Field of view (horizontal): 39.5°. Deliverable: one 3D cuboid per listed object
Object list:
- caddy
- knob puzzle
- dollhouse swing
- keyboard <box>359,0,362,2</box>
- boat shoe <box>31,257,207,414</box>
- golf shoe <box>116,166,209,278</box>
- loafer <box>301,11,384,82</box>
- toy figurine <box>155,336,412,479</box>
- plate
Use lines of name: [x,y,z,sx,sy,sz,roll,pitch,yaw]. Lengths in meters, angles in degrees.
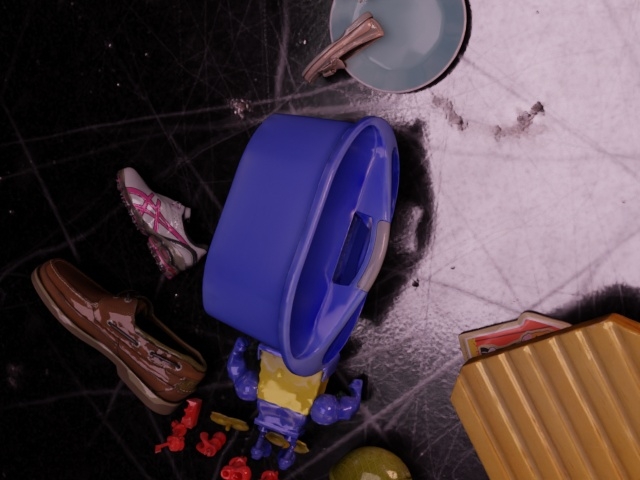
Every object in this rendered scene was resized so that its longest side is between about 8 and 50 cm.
caddy: [0.000,0.000,1.140,0.179,0.241,0.341,17,85,25]
knob puzzle: [0.296,0.189,1.183,0.213,0.030,0.213,3,98,20]
dollhouse swing: [0.288,0.315,1.029,0.347,0.315,0.305,-25,106,40]
keyboard: [0.085,-0.442,1.159,0.317,0.033,0.201,-27,78,22]
boat shoe: [-0.300,0.122,1.362,0.307,0.111,0.104,43,106,0]
golf shoe: [-0.239,-0.036,1.341,0.086,0.067,0.186,-31,80,-10]
loafer: [0.030,-0.250,1.190,0.125,0.045,0.039,-41,88,18]
toy figurine: [-0.026,0.224,1.230,0.362,0.191,0.217,16,98,17]
plate: [0.103,-0.292,1.192,0.188,0.024,0.188,3,99,20]
